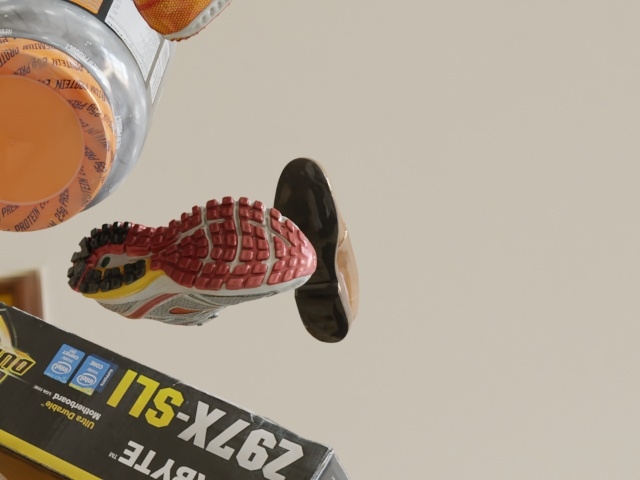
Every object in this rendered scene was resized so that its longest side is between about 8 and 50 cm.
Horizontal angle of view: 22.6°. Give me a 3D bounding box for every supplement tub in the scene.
[{"bbox_3d":[-0.230,-0.139,1.350,0.194,0.316,0.193,1,-65,2],"label":"supplement tub"}]

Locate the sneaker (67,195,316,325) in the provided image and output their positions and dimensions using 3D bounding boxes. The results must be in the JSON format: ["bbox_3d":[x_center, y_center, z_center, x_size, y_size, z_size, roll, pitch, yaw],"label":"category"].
[{"bbox_3d":[-0.099,0.023,1.347,0.225,0.088,0.093,-4,-30,32],"label":"sneaker"}]

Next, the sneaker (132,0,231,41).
[{"bbox_3d":[-0.054,-0.206,1.041,0.175,0.064,0.067,-44,-69,-2],"label":"sneaker"}]

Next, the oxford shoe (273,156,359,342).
[{"bbox_3d":[0.000,0.000,1.706,0.076,0.076,0.212,4,-60,23],"label":"oxford shoe"}]

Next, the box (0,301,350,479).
[{"bbox_3d":[-0.082,0.164,0.927,0.257,0.079,0.322,22,-23,25],"label":"box"}]
